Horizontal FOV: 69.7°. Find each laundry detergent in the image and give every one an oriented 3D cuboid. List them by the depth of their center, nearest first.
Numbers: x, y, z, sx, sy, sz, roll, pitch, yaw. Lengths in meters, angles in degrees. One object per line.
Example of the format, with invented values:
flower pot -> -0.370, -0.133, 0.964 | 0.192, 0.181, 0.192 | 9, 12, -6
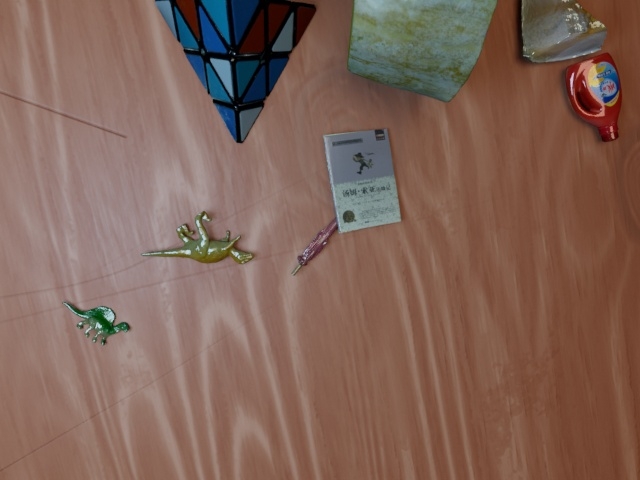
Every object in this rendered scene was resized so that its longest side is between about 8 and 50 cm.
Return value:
laundry detergent -> 0.535, -0.269, 0.888 | 0.097, 0.049, 0.165 | -20, 99, 2

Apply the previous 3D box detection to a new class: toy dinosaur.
toy dinosaur -> -0.407, 0.141, 0.829 | 0.120, 0.029, 0.060 | 39, 74, -3
toy dinosaur -> -0.219, 0.026, 0.830 | 0.162, 0.039, 0.126 | -37, 100, -1

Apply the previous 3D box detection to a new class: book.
book -> 0.079, -0.113, 0.855 | 0.127, 0.014, 0.181 | -10, 94, -12

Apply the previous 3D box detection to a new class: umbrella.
umbrella -> 0.000, 0.000, 0.861 | 0.027, 0.025, 0.165 | 41, 87, 7

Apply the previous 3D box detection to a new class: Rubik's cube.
Rubik's cube -> -0.090, -0.367, 0.753 | 0.234, 0.250, 0.284 | -32, 94, -22

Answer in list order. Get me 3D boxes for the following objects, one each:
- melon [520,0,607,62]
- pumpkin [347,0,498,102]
melon -> 0.426, -0.394, 0.845 | 0.202, 0.093, 0.139 | 42, 97, -4
pumpkin -> 0.146, -0.398, 0.694 | 0.199, 0.332, 0.332 | 13, 94, -3
